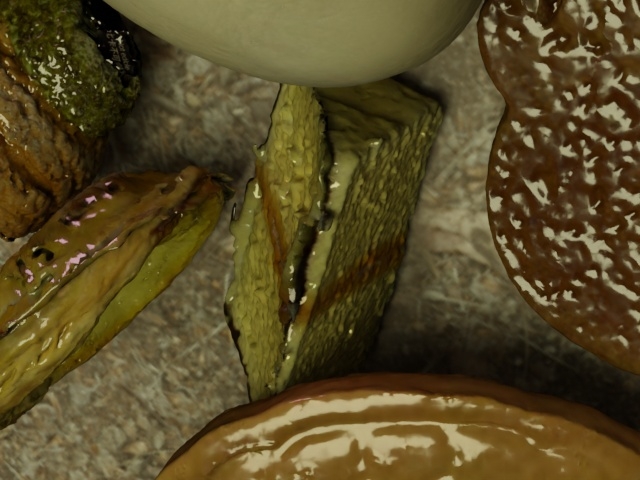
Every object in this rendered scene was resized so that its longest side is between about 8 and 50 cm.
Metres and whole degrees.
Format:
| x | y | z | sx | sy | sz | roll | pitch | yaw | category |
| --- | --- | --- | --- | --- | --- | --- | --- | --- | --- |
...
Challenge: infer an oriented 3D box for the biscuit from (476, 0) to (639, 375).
| x | y | z | sx | sy | sz | roll | pitch | yaw | category |
| --- | --- | --- | --- | --- | --- | --- | --- | --- | --- |
| 0.244 | -0.079 | 1.234 | 0.314 | 0.063 | 0.367 | 30 | 122 | 11 | biscuit |

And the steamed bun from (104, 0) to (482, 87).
| x | y | z | sx | sy | sz | roll | pitch | yaw | category |
| --- | --- | --- | --- | --- | --- | --- | --- | --- | --- |
| -0.047 | -0.215 | 1.144 | 0.324 | 0.324 | 0.206 | 31 | 99 | 7 | steamed bun |

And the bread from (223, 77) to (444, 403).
| x | y | z | sx | sy | sz | roll | pitch | yaw | category |
| --- | --- | --- | --- | --- | --- | --- | --- | --- | --- |
| 0.000 | 0.000 | 1.347 | 0.178 | 0.141 | 0.266 | 56 | 138 | 43 | bread |

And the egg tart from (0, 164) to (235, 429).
| x | y | z | sx | sy | sz | roll | pitch | yaw | category |
| --- | --- | --- | --- | --- | --- | --- | --- | --- | --- |
| -0.180 | 0.030 | 1.351 | 0.095 | 0.279 | 0.279 | 46 | 123 | 2 | egg tart |

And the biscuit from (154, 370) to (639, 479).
| x | y | z | sx | sy | sz | roll | pitch | yaw | category |
| --- | --- | --- | --- | --- | --- | --- | --- | --- | --- |
| 0.071 | 0.253 | 1.338 | 0.385 | 0.062 | 0.365 | -5 | 120 | 12 | biscuit |

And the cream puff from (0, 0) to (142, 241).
| x | y | z | sx | sy | sz | roll | pitch | yaw | category |
| --- | --- | --- | --- | --- | --- | --- | --- | --- | --- |
| -0.200 | -0.112 | 1.358 | 0.169 | 0.183 | 0.183 | -33 | 98 | 12 | cream puff |
